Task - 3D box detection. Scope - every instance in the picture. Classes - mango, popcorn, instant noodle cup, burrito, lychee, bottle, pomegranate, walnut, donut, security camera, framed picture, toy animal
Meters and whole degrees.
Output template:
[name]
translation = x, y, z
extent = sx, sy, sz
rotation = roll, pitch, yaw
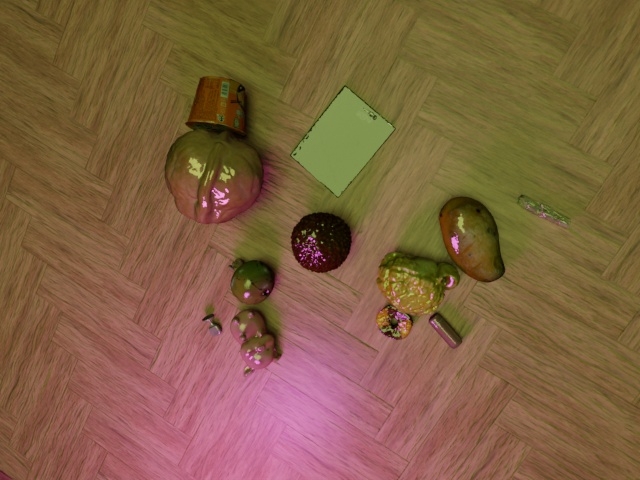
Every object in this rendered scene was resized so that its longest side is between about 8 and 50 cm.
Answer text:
[mango]
translation = 0.528, 0.001, 1.613
extent = 0.177, 0.175, 0.329
rotation = -6, 116, 37
[popcorn]
translation = 0.341, 0.167, 1.670
extent = 0.286, 0.173, 0.225
rotation = 13, 109, 3
[instant noodle cup]
translation = -0.384, -0.503, 1.743
extent = 0.230, 0.230, 0.182
rotation = 7, 90, 13
[burrito]
translation = 0.773, -0.101, 1.591
extent = 0.186, 0.041, 0.045
rotation = 28, 112, 11
[lychee]
translation = 0.000, 0.000, 1.695
extent = 0.236, 0.271, 0.235
rotation = -4, 69, 11
[bottle]
translation = 0.466, 0.337, 1.720
extent = 0.053, 0.053, 0.140
rotation = -42, 87, 15
[pomegranate]
translation = -0.288, 0.165, 1.833
extent = 0.211, 0.179, 0.179
rotation = 4, 99, 34
[walnut]
translation = -0.394, -0.236, 1.708
extent = 0.381, 0.381, 0.381
rotation = 2, 98, 14
[donut]
translation = 0.284, 0.308, 1.759
extent = 0.141, 0.059, 0.140
rotation = 2, 98, 13
[security camera]
translation = -0.459, 0.365, 1.963
extent = 0.058, 0.058, 0.092
rotation = -20, 105, 16
[framed picture]
translation = 0.079, -0.371, 1.743
extent = 0.255, 0.014, 0.338
rotation = 41, 105, 5
[toy animal]
translation = -0.275, 0.403, 1.862
extent = 0.167, 0.154, 0.250
rotation = -21, 87, -7
